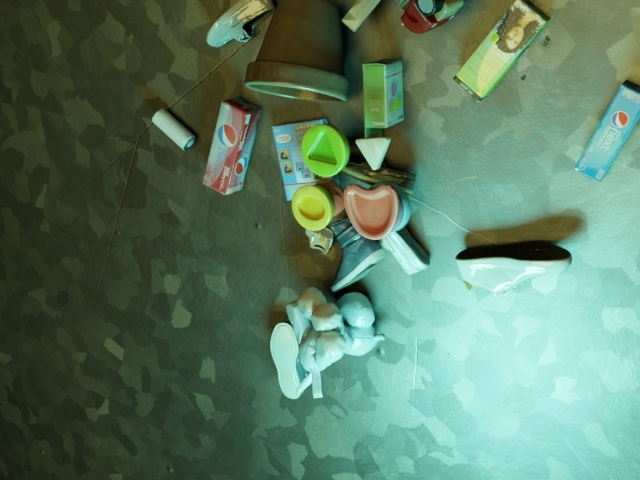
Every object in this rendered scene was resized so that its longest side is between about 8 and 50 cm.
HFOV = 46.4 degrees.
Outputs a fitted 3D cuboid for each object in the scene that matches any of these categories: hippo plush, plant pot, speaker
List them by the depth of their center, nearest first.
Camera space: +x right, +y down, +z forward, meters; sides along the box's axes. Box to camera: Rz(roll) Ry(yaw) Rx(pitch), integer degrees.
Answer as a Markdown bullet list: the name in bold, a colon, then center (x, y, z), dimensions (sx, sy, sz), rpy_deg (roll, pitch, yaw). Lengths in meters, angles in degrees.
- **plant pot**: center (-0.046, -0.473, 1.840), dimensions (0.263, 0.263, 0.229), rpy_deg (10, 96, 26)
- **hippo plush**: center (0.066, 0.257, 2.027), dimensions (0.234, 0.237, 0.294), rpy_deg (-8, 91, 61)
- **speaker**: center (-0.433, -0.328, 2.208), dimensions (0.136, 0.055, 0.055), rpy_deg (41, 123, 10)

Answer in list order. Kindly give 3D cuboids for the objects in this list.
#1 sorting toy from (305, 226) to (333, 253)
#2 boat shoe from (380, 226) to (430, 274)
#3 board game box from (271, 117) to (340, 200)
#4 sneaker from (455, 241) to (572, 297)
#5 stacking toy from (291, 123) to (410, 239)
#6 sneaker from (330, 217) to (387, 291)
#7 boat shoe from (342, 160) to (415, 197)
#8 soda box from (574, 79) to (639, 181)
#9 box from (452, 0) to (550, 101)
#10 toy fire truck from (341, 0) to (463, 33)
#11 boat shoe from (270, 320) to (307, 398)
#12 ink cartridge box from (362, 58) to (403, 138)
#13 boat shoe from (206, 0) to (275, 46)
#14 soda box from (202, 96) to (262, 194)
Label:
- **sorting toy**: center (0.000, 0.000, 2.101), dimensions (0.083, 0.045, 0.075), rpy_deg (25, 126, 19)
- **boat shoe**: center (0.191, -0.003, 1.963), dimensions (0.076, 0.083, 0.226), rpy_deg (-36, 89, 33)
- **board game box**: center (-0.038, -0.220, 2.037), dimensions (0.160, 0.039, 0.211), rpy_deg (-3, 108, 30)
- **sneaker**: center (0.480, 0.077, 1.830), dimensions (0.290, 0.106, 0.123), rpy_deg (-3, 114, 40)
- **stacking toy**: center (0.089, -0.155, 1.877), dimensions (0.309, 0.130, 0.279), rpy_deg (14, 113, 32)
- **sneaker**: center (0.070, 0.031, 2.050), dimensions (0.163, 0.086, 0.226), rpy_deg (56, 133, 11)
- **boat shoe**: center (0.147, -0.176, 1.933), dimensions (0.224, 0.080, 0.073), rpy_deg (25, 93, 28)
- **soda box**: center (0.639, -0.238, 1.630), dimensions (0.067, 0.071, 0.210), rpy_deg (31, 121, 15)
- **box**: center (0.408, -0.431, 1.694), dimensions (0.087, 0.058, 0.232), rpy_deg (43, 124, 9)
- **toy fire truck**: center (0.180, -0.552, 1.702), dimensions (0.217, 0.159, 0.246), rpy_deg (57, 152, 4)
- **boat shoe**: center (-0.085, 0.353, 2.258), dimensions (0.095, 0.079, 0.254), rpy_deg (-3, 110, 28)
- **ink cartridge box**: center (0.157, -0.336, 1.841), dimensions (0.062, 0.109, 0.209), rpy_deg (8, 112, 28)
- **boat shoe**: center (-0.211, -0.571, 1.976), dimensions (0.228, 0.079, 0.081), rpy_deg (-33, 86, 31)
- **soda box**: center (-0.251, -0.265, 2.113), dimensions (0.092, 0.083, 0.263), rpy_deg (28, 119, 18)
